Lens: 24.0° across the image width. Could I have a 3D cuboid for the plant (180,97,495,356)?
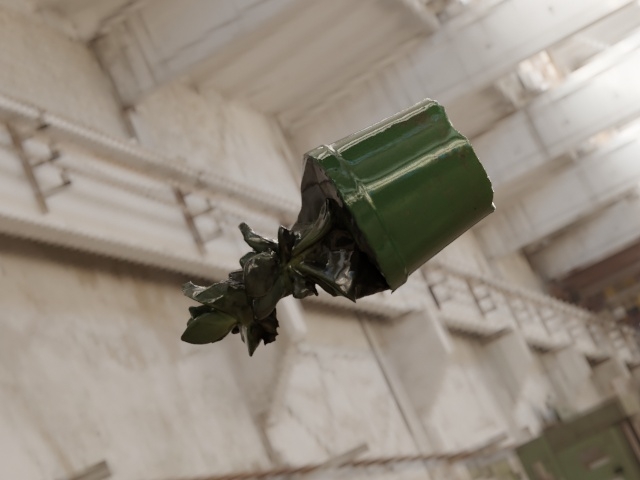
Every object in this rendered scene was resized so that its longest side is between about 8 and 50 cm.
[{"bbox_3d":[0.000,0.000,0.448,0.102,0.051,0.051,-33,-13,-4],"label":"plant"}]
